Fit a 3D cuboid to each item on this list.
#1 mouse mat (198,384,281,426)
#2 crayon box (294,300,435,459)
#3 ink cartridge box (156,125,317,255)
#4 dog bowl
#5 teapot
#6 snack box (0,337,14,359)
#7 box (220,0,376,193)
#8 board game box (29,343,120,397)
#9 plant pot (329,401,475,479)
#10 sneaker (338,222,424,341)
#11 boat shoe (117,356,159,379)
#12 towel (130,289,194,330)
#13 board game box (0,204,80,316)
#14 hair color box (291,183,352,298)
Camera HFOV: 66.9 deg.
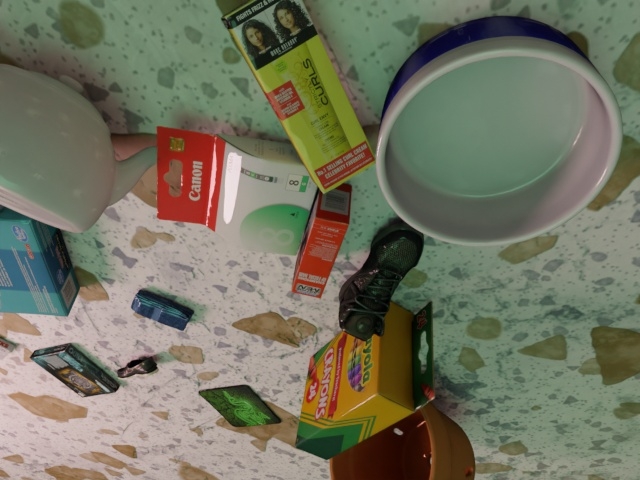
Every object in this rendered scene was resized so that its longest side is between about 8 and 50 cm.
[{"bbox_3d":[-0.205,0.428,1.240,0.153,0.007,0.189,-14,129,22],"label":"mouse mat"},{"bbox_3d":[0.076,0.246,0.886,0.081,0.202,0.318,29,130,-16],"label":"crayon box"},{"bbox_3d":[-0.125,-0.065,0.707,0.225,0.056,0.181,5,135,-14],"label":"ink cartridge box"},{"bbox_3d":[0.202,-0.121,0.587,0.265,0.104,0.264,6,133,6],"label":"dog bowl"},{"bbox_3d":[-0.378,-0.139,0.634,0.253,0.187,0.256,17,165,17],"label":"teapot"},{"bbox_3d":[-0.837,0.227,1.164,0.178,0.022,0.064,38,129,-23],"label":"snack box"},{"bbox_3d":[-0.020,-0.176,0.579,0.087,0.058,0.232,-30,120,0],"label":"box"},{"bbox_3d":[-0.611,0.329,1.212,0.126,0.026,0.186,-14,128,22],"label":"board game box"},{"bbox_3d":[0.189,0.463,1.034,0.203,0.290,0.291,23,135,-34],"label":"plant pot"},{"bbox_3d":[0.095,0.078,0.777,0.087,0.130,0.227,24,130,-14],"label":"sneaker"},{"bbox_3d":[-0.436,0.300,1.143,0.133,0.049,0.042,-17,99,33],"label":"boat shoe"},{"bbox_3d":[-0.323,0.146,0.986,0.119,0.029,0.067,25,133,-12],"label":"towel"},{"bbox_3d":[-0.641,0.020,0.865,0.336,0.079,0.253,5,133,-6],"label":"board game box"},{"bbox_3d":[0.000,0.000,0.744,0.053,0.093,0.167,13,133,-5],"label":"hair color box"}]
